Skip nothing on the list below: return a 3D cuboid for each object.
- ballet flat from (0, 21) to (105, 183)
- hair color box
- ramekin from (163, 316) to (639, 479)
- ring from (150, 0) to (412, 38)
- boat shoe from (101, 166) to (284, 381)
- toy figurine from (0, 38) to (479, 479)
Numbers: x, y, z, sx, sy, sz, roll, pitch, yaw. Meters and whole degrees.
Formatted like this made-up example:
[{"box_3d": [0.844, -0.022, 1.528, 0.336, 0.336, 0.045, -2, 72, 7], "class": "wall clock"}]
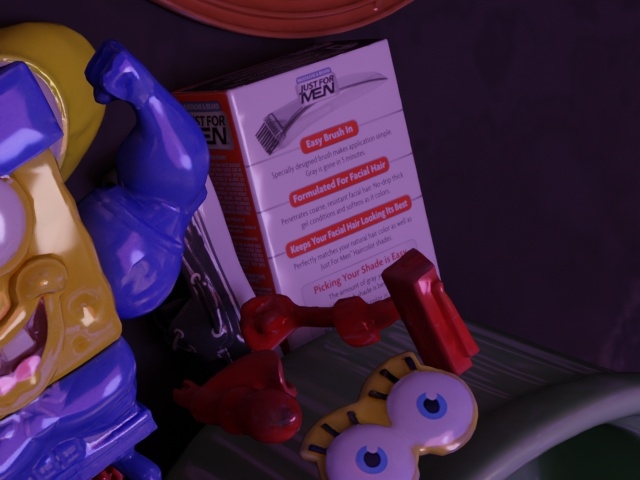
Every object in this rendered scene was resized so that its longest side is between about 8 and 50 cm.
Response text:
[{"box_3d": [-0.156, -0.017, 0.623, 0.231, 0.077, 0.077, -33, 110, -33], "class": "ballet flat"}, {"box_3d": [0.000, 0.000, 0.762, 0.093, 0.053, 0.167, -22, 107, -34], "class": "hair color box"}, {"box_3d": [0.052, 0.178, 0.712, 0.303, 0.148, 0.303, -17, 118, -36], "class": "ramekin"}, {"box_3d": [-0.017, -0.260, 0.752, 0.336, 0.032, 0.337, -2, 93, -39], "class": "ring"}, {"box_3d": [-0.055, 0.026, 0.727, 0.040, 0.049, 0.142, -26, 101, -28], "class": "boat shoe"}, {"box_3d": [-0.147, 0.040, 0.541, 0.362, 0.191, 0.217, -34, 113, -19], "class": "toy figurine"}]
